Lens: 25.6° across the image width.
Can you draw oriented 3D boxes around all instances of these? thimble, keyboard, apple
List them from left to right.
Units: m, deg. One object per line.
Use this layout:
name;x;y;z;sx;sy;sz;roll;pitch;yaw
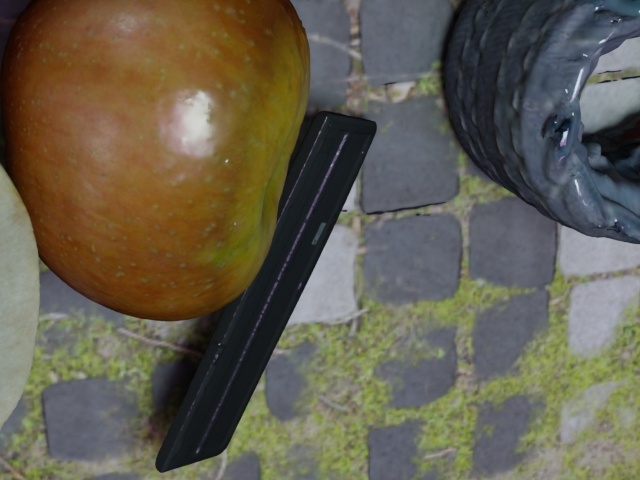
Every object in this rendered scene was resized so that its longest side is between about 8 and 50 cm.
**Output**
apple;-0.102;-0.065;0.850;0.173;0.210;0.235;14;108;2
keyboard;-0.010;-0.008;0.967;0.381;0.041;0.103;-58;160;13
thimble;0.218;-0.105;0.977;0.236;0.172;0.205;6;109;-25

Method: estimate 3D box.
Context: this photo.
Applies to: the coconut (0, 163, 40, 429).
coconut;-0.299;0.012;0.732;0.329;0.329;0.329;-7;110;-19
